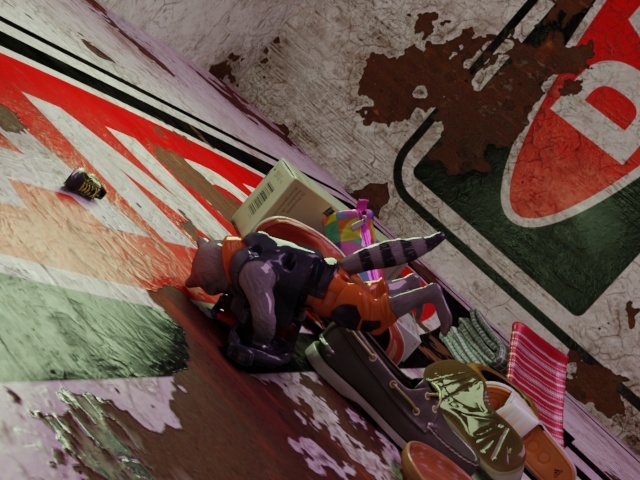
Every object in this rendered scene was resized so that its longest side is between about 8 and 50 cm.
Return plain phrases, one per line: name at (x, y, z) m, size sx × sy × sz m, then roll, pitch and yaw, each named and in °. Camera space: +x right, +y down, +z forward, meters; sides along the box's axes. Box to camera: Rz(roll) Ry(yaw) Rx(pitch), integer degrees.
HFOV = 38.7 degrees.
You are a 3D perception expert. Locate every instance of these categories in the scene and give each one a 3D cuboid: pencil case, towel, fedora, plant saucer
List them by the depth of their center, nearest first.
plant saucer at (0.176, 0.343, 1.178) m, size 0.200 × 0.037 × 0.200 m, roll 39°, pitch 9°, yaw -8°
pencil case at (0.064, 0.053, 1.613) m, size 0.104 × 0.104 × 0.236 m, roll 23°, pitch 54°, yaw -64°
fedora at (0.366, 0.336, 1.902) m, size 0.194 × 0.079 × 0.194 m, roll 34°, pitch 13°, yaw -9°
towel at (0.502, 0.340, 2.109) m, size 0.199 × 0.031 × 0.275 m, roll 36°, pitch 47°, yaw -24°
towel at (0.449, 0.310, 2.263) m, size 0.235 × 0.121 × 0.284 m, roll 38°, pitch 9°, yaw -21°

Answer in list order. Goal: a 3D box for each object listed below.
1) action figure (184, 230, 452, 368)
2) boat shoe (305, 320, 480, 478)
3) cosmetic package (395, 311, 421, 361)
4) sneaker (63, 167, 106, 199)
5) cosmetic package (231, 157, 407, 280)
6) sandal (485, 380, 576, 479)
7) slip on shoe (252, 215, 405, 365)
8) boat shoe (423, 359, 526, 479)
action figure at (-0.012, 0.046, 1.222) m, size 0.330 × 0.179 × 0.341 m, roll 7°, pitch 15°, yaw -4°
boat shoe at (0.119, 0.229, 1.316) m, size 0.305 × 0.091 × 0.109 m, roll 41°, pitch 9°, yaw 2°
cosmetic package at (0.147, 0.166, 1.877) m, size 0.099 × 0.060 × 0.239 m, roll 39°, pitch 8°, yaw -5°
sneaker at (-0.307, -0.073, 1.205) m, size 0.035 × 0.031 × 0.083 m, roll 42°, pitch 9°, yaw 9°
cosmetic package at (0.000, 0.000, 1.757) m, size 0.309 × 0.160 × 0.113 m, roll 35°, pitch 11°, yaw -28°
sandal at (0.386, 0.373, 1.725) m, size 0.265 × 0.102 × 0.076 m, roll 43°, pitch 6°, yaw 4°
slip on shoe at (0.012, 0.083, 1.503) m, size 0.331 × 0.123 × 0.101 m, roll 47°, pitch 0°, yaw 11°
boat shoe at (0.252, 0.309, 1.540) m, size 0.285 × 0.104 × 0.089 m, roll -118°, pitch -165°, yaw -56°
